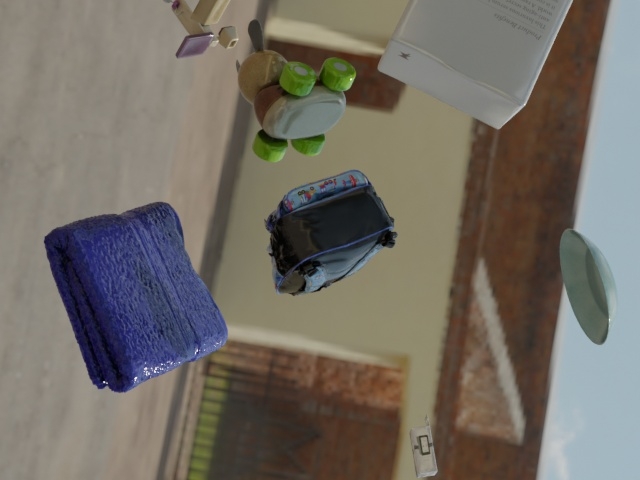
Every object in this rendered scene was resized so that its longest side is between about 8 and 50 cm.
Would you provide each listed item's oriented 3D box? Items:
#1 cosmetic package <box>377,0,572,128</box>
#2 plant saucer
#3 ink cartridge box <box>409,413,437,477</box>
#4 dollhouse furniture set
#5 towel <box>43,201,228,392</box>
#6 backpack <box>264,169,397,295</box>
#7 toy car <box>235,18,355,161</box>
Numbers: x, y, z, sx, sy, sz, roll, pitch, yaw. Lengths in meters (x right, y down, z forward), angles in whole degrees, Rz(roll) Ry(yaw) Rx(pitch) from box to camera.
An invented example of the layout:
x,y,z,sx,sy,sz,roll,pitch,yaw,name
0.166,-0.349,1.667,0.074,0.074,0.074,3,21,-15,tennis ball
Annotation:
x,y,z,sx,sy,sz,roll,pitch,yaw,name
0.292,-0.434,2.097,0.453,0.230,0.161,-64,-178,-11,cosmetic package
0.439,0.071,2.139,0.195,0.038,0.194,166,-90,-83,plant saucer
0.145,0.294,1.905,0.048,0.028,0.083,90,-8,-73,ink cartridge box
-0.132,-0.286,1.560,0.081,0.091,0.114,56,-43,18,dollhouse furniture set
-0.245,0.072,1.761,0.227,0.076,0.308,65,20,2,towel
0.000,0.000,1.765,0.116,0.158,0.173,64,-23,13,backpack
-0.064,-0.240,2.009,0.188,0.149,0.155,50,-47,29,toy car
